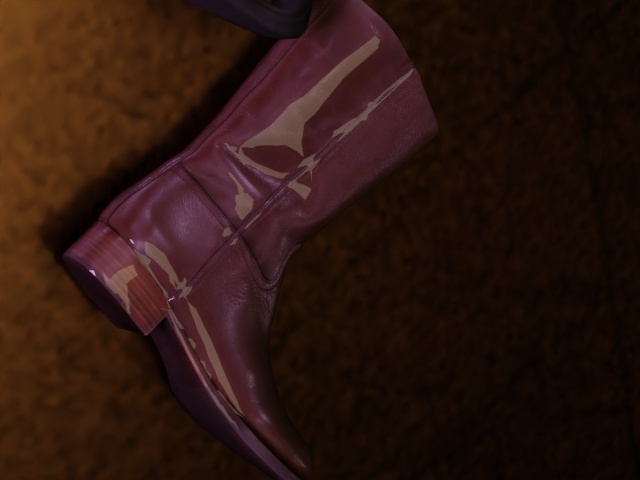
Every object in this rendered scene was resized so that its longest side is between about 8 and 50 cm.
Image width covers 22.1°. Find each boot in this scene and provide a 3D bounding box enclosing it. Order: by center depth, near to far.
[{"bbox_3d":[0.000,0.000,0.452,0.114,0.037,0.106,-46,123,-18],"label":"boot"}]

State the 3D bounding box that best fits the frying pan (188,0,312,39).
[{"bbox_3d":[-0.129,-0.150,0.316,0.326,0.053,0.197,4,76,-53],"label":"frying pan"}]
